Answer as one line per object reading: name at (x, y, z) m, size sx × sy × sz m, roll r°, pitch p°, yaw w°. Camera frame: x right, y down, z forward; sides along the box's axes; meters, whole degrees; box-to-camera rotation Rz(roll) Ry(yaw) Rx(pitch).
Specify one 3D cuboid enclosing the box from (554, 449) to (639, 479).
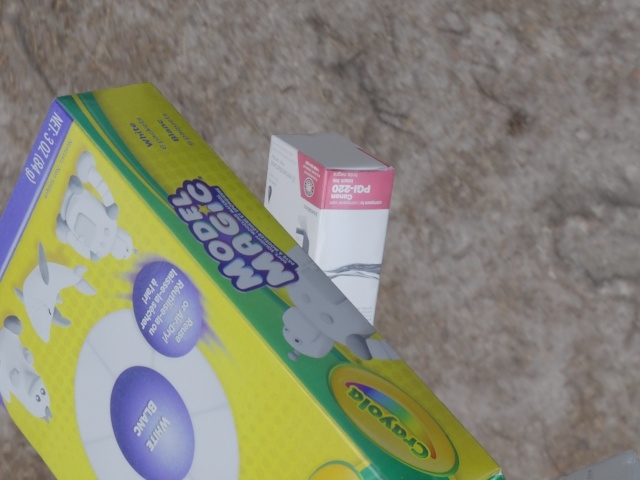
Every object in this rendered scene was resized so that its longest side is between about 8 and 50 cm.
box at (0.160, 0.257, 0.912) m, size 0.182 × 0.181 × 0.119 m, roll -27°, pitch 98°, yaw 17°

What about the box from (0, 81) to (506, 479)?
box at (-0.028, 0.053, 0.379) m, size 0.043 × 0.179 × 0.105 m, roll -20°, pitch 149°, yaw -50°

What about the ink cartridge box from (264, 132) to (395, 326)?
ink cartridge box at (0.000, 0.000, 1.542) m, size 0.092 × 0.158 × 0.217 m, roll -3°, pitch 110°, yaw -25°
